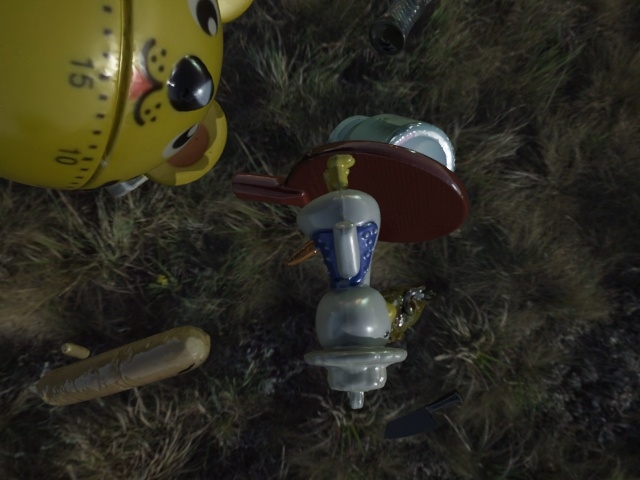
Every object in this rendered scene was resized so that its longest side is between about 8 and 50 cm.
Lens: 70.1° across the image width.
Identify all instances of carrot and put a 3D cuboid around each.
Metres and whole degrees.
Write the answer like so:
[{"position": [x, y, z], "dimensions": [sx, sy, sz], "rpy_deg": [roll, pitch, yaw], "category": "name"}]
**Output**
[{"position": [0.000, 0.000, 1.020], "dimensions": [0.191, 0.047, 0.047], "rpy_deg": [-39, 90, -8], "category": "carrot"}]

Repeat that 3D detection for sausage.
[{"position": [-0.471, 0.212, 0.874], "dimensions": [0.024, 0.132, 0.024], "rpy_deg": [4, 72, -11], "category": "sausage"}, {"position": [-0.275, 0.177, 0.625], "dimensions": [0.302, 0.066, 0.065], "rpy_deg": [-23, 90, 25], "category": "sausage"}]

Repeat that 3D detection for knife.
[{"position": [0.236, 0.418, 1.064], "dimensions": [0.230, 0.028, 0.060], "rpy_deg": [-36, 73, 25], "category": "knife"}]

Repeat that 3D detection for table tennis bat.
[{"position": [0.040, -0.076, 0.783], "dimensions": [0.416, 0.268, 0.051], "rpy_deg": [7, 63, 20], "category": "table tennis bat"}]

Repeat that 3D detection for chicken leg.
[{"position": [0.135, 0.227, 1.187], "dimensions": [0.361, 0.211, 0.140], "rpy_deg": [-29, 70, -37], "category": "chicken leg"}]

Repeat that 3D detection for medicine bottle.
[{"position": [0.160, -0.206, 1.182], "dimensions": [0.245, 0.290, 0.244], "rpy_deg": [-12, 117, -24], "category": "medicine bottle"}]

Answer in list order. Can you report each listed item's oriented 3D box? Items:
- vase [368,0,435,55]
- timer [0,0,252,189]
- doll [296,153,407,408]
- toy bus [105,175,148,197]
[{"position": [0.180, -0.480, 0.933], "dimensions": [0.116, 0.115, 0.237], "rpy_deg": [30, 65, 0], "category": "vase"}, {"position": [-0.241, -0.227, 0.513], "dimensions": [0.387, 0.376, 0.375], "rpy_deg": [-6, 99, -44], "category": "timer"}, {"position": [0.034, 0.045, 0.541], "dimensions": [0.119, 0.138, 0.292], "rpy_deg": [-3, 76, 0], "category": "doll"}, {"position": [-0.384, -0.199, 0.750], "dimensions": [0.268, 0.092, 0.106], "rpy_deg": [54, 52, -21], "category": "toy bus"}]
